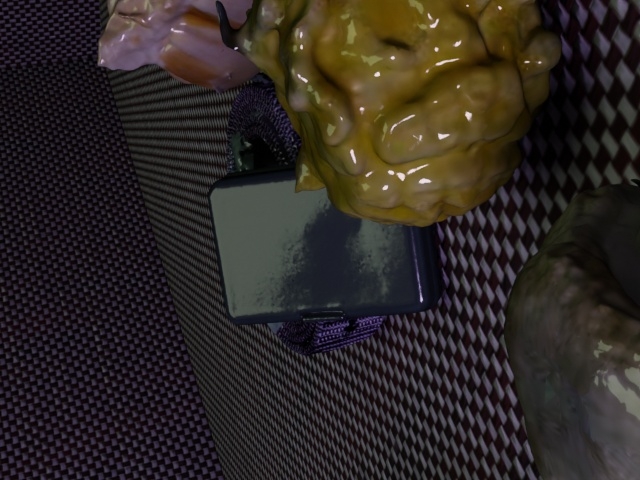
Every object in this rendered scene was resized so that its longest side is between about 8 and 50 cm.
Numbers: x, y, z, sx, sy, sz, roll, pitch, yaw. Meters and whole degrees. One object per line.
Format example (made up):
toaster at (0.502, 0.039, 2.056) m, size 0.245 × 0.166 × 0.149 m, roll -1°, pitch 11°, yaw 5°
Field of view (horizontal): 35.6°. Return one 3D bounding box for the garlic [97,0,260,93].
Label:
garlic at (-0.103, -0.296, 1.041) m, size 0.313 × 0.249 × 0.286 m, roll -78°, pitch 6°, yaw -57°

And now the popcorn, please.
popcorn at (0.046, -0.129, 0.719) m, size 0.249 × 0.225 × 0.249 m, roll 164°, pitch 90°, yaw -74°

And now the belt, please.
belt at (-0.018, -0.032, 1.155) m, size 0.260 × 0.122 × 0.325 m, roll -33°, pitch 70°, yaw 64°

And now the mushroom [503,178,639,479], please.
mushroom at (0.180, 0.074, 0.507) m, size 0.267 × 0.164 × 0.189 m, roll -123°, pitch 29°, yaw -51°

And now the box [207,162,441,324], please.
box at (0.000, 0.000, 0.991) m, size 0.050 × 0.230 × 0.160 m, roll -19°, pitch -78°, yaw -63°
